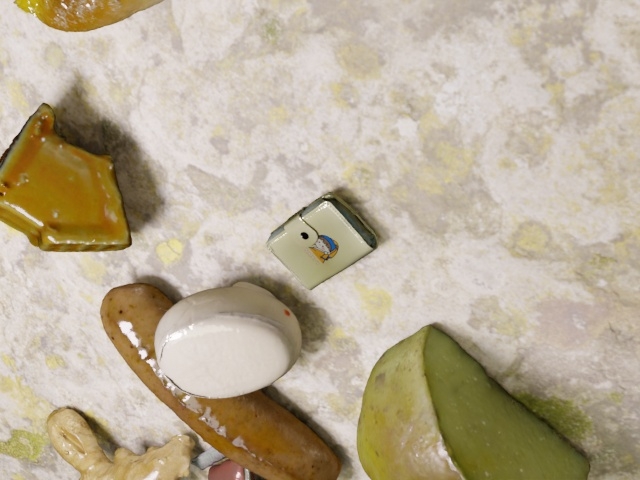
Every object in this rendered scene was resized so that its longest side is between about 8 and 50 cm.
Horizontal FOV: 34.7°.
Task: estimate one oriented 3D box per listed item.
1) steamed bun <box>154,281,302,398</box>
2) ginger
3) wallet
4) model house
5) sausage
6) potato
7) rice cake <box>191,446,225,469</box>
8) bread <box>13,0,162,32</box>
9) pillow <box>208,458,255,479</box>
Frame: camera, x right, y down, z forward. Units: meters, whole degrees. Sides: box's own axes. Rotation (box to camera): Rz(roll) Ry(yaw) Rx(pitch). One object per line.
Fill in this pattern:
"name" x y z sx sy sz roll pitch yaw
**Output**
"steamed bun" -0.143 0.149 1.606 0.228 0.130 0.177 -10 122 5
"ginger" -0.398 0.510 1.952 0.348 0.122 0.363 -3 80 36
"wallet" 0.000 0.000 1.488 0.110 0.039 0.155 46 133 -11
"model house" -0.400 -0.064 1.621 0.239 0.173 0.268 34 165 -12
"sausage" -0.177 0.262 1.721 0.501 0.136 0.123 43 165 -3
"potato" 0.167 0.338 1.514 0.330 0.213 0.280 43 132 -1
"rice cake" -0.173 0.379 1.865 0.208 0.033 0.033 -36 87 43
"bread" -0.291 -0.375 1.299 0.246 0.176 0.195 -6 121 34
"pillow" -0.151 0.486 1.856 0.171 0.075 0.179 -37 57 58
